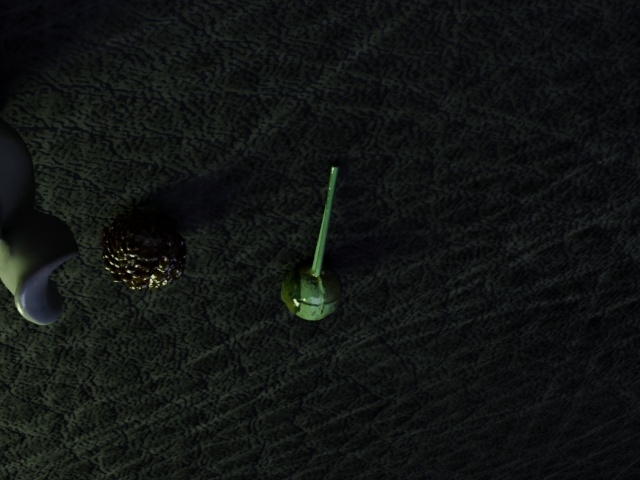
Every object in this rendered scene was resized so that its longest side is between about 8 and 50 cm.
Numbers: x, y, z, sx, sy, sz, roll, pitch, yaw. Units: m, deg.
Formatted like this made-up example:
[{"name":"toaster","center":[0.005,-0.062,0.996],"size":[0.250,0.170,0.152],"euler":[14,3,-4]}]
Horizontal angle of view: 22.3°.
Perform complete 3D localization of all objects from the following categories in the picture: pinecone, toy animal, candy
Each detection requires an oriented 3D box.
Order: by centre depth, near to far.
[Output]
[{"name":"toy animal","center":[-0.337,-0.005,1.261],"size":[0.310,0.247,0.183],"euler":[-23,140,18]},{"name":"pinecone","center":[-0.162,0.013,1.500],"size":[0.077,0.077,0.083],"euler":[-20,154,8]},{"name":"candy","center":[0.000,0.000,1.568],"size":[0.061,0.061,0.202],"euler":[-4,136,-14]}]
